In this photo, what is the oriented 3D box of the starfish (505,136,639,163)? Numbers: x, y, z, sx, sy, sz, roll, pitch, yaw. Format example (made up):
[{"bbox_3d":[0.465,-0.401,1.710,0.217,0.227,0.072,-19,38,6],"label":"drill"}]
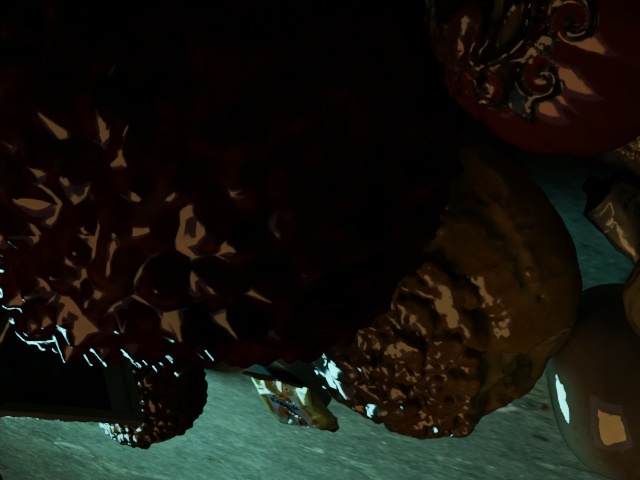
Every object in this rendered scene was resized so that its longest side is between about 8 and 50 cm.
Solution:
[{"bbox_3d":[0.193,-0.128,1.503,0.299,0.060,0.302,32,169,-18],"label":"starfish"}]

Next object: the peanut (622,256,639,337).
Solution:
[{"bbox_3d":[0.370,0.023,1.483,0.274,0.111,0.125,-27,90,40],"label":"peanut"}]

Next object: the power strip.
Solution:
[{"bbox_3d":[-0.077,0.164,2.387,0.216,0.044,0.137,29,156,4],"label":"power strip"}]

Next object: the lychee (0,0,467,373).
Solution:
[{"bbox_3d":[-0.091,-0.089,1.403,0.425,0.500,0.424,5,110,15],"label":"lychee"}]

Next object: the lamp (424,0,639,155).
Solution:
[{"bbox_3d":[0.175,-0.172,1.249,0.227,0.227,0.227,25,155,13],"label":"lamp"}]

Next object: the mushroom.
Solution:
[{"bbox_3d":[0.327,0.136,1.740,0.204,0.204,0.204,25,155,13],"label":"mushroom"}]

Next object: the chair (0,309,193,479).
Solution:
[{"bbox_3d":[-0.327,-0.023,1.906,0.410,0.362,0.364,40,129,12],"label":"chair"}]

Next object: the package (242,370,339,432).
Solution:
[{"bbox_3d":[-0.038,0.219,2.358,0.108,0.031,0.120,9,147,38],"label":"package"}]

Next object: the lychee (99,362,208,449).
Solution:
[{"bbox_3d":[-0.259,0.209,2.537,0.188,0.188,0.188,25,155,13],"label":"lychee"}]

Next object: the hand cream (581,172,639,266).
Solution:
[{"bbox_3d":[0.341,0.022,1.610,0.248,0.075,0.052,38,167,-8],"label":"hand cream"}]

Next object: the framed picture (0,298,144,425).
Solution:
[{"bbox_3d":[-0.350,0.123,2.022,0.281,0.209,0.019,7,137,-33],"label":"framed picture"}]

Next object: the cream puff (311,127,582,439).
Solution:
[{"bbox_3d":[0.087,0.045,1.653,0.343,0.231,0.327,11,129,63],"label":"cream puff"}]
